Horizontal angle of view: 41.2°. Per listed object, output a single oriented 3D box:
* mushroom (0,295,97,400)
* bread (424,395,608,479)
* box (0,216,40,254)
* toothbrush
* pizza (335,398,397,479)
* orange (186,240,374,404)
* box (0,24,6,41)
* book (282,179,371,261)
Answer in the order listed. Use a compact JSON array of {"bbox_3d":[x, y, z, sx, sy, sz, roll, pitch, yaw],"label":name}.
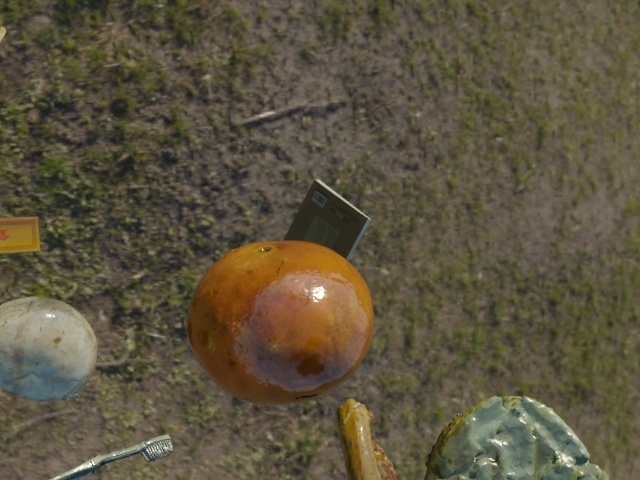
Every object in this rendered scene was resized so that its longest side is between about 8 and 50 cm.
[{"bbox_3d":[-0.580,0.200,1.755,0.254,0.195,0.189,19,109,-29],"label":"mushroom"},{"bbox_3d":[0.188,0.293,0.876,0.124,0.186,0.257,77,30,-70],"label":"bread"},{"bbox_3d":[-0.699,-0.007,1.760,0.174,0.274,0.076,-6,92,-32],"label":"box"},{"bbox_3d":[-0.303,0.288,1.036,0.294,0.028,0.026,-9,142,-41],"label":"toothbrush"},{"bbox_3d":[0.079,0.341,1.101,0.134,0.056,0.271,33,39,-61],"label":"pizza"},{"bbox_3d":[-0.061,0.117,1.279,0.284,0.284,0.226,-24,117,-42],"label":"orange"},{"bbox_3d":[-0.628,-0.361,1.573,0.037,0.106,0.105,37,66,-33],"label":"box"},{"bbox_3d":[0.000,0.000,1.637,0.016,0.138,0.198,-17,140,-58],"label":"book"}]
